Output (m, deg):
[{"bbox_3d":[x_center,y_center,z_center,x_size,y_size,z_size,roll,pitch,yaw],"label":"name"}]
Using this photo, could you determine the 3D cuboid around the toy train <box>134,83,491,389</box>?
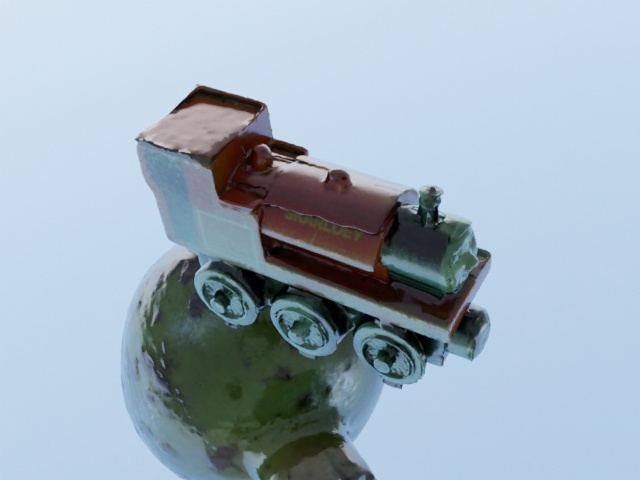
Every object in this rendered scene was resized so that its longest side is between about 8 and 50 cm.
[{"bbox_3d":[0.000,0.000,0.438,0.175,0.118,0.074,19,-130,25],"label":"toy train"}]

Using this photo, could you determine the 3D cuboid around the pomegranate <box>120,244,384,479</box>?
[{"bbox_3d":[-0.042,0.134,0.736,0.242,0.242,0.306,-16,-111,-1],"label":"pomegranate"}]
